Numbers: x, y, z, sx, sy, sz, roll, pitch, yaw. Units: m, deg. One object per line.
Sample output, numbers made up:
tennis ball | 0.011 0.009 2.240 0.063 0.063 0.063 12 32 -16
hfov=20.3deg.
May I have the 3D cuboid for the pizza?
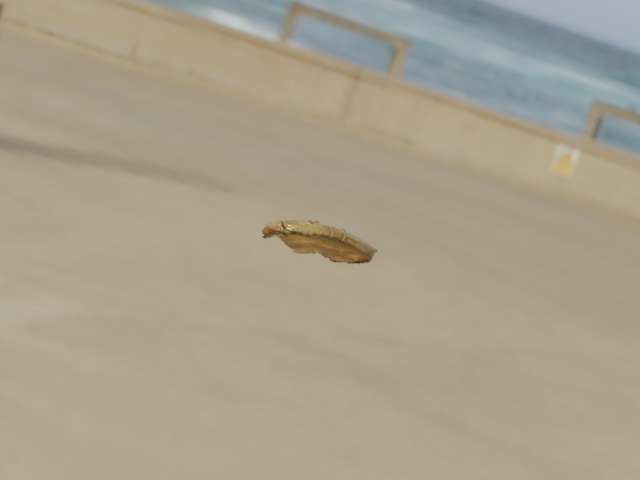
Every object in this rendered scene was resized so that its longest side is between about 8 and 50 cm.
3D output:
pizza | 0.000 0.000 1.244 0.083 0.016 0.037 13 -31 -6
